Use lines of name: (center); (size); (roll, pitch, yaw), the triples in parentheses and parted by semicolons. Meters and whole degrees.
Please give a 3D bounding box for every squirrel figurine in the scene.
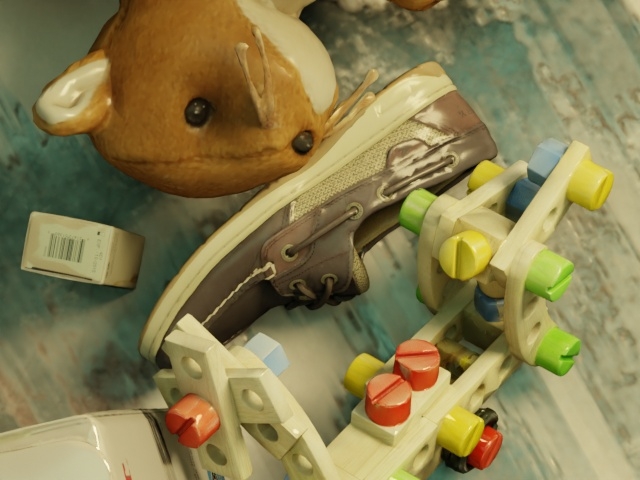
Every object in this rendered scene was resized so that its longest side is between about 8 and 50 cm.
squirrel figurine: (-0.094, -0.227, 1.318); (0.397, 0.281, 0.370); (21, 95, 22)

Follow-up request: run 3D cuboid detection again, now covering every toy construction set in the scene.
toy construction set: (0.050, 0.079, 1.259); (0.328, 0.215, 0.151); (-28, 52, -29)

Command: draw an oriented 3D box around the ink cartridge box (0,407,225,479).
ink cartridge box: (-0.143, 0.255, 1.189); (0.166, 0.395, 0.285); (-13, 84, 4)

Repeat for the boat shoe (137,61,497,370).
boat shoe: (0.000, 0.000, 1.344); (0.285, 0.103, 0.092); (-43, 78, -5)

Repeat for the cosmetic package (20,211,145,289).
cosmetic package: (-0.161, 0.008, 1.351); (0.060, 0.115, 0.041); (10, 88, 8)
